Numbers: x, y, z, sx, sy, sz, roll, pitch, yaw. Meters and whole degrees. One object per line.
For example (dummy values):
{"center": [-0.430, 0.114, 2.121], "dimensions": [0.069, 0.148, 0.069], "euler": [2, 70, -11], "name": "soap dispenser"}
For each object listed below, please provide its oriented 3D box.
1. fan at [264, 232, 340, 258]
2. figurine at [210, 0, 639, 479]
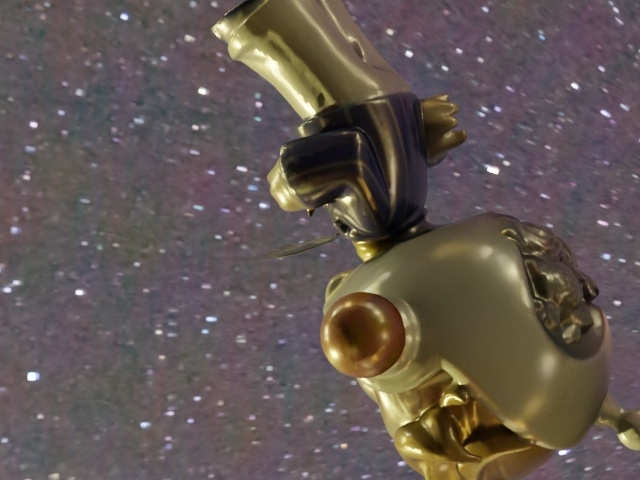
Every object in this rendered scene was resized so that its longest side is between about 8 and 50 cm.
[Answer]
{"center": [-0.004, 0.002, 0.876], "dimensions": [0.080, 0.060, 0.003], "euler": [-16, -84, 12], "name": "fan"}
{"center": [0.049, -0.003, 0.623], "dimensions": [0.133, 0.194, 0.274], "euler": [-29, -115, 16], "name": "figurine"}
